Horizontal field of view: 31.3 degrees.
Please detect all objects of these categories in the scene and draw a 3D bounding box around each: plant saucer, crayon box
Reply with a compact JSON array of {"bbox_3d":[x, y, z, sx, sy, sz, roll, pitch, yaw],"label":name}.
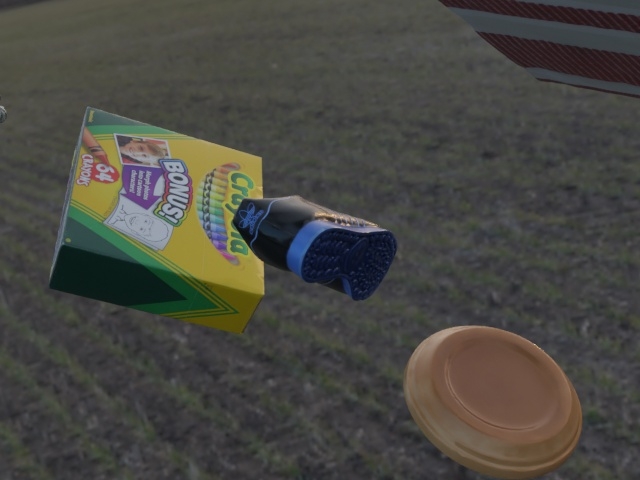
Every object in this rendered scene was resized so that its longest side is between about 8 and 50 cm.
[{"bbox_3d":[0.189,0.163,1.225,0.200,0.037,0.200,10,43,-9],"label":"plant saucer"},{"bbox_3d":[-0.254,-0.039,1.850,0.313,0.106,0.363,14,38,-15],"label":"crayon box"}]

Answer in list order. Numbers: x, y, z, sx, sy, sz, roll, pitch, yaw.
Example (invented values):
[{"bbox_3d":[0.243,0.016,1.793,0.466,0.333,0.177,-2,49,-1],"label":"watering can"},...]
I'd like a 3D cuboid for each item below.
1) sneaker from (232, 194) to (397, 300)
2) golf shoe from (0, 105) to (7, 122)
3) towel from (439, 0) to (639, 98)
[{"bbox_3d":[0.000,0.000,1.094,0.090,0.081,0.232,31,3,23],"label":"sneaker"},{"bbox_3d":[-0.473,-0.141,1.389,0.176,0.069,0.086,-12,32,19],"label":"golf shoe"},{"bbox_3d":[0.191,-0.175,0.848,0.237,0.037,0.329,19,-3,39],"label":"towel"}]
